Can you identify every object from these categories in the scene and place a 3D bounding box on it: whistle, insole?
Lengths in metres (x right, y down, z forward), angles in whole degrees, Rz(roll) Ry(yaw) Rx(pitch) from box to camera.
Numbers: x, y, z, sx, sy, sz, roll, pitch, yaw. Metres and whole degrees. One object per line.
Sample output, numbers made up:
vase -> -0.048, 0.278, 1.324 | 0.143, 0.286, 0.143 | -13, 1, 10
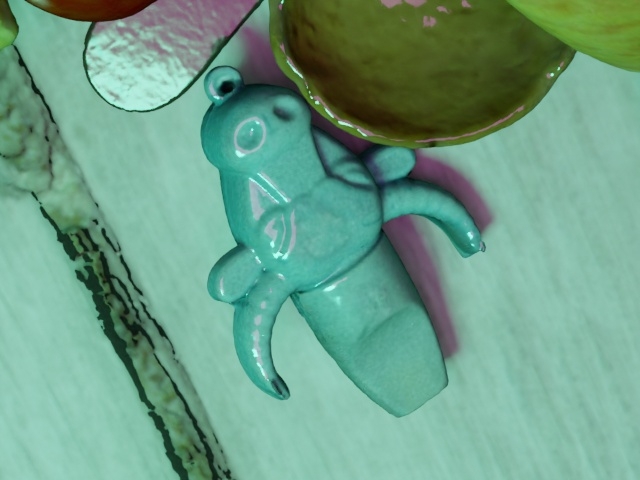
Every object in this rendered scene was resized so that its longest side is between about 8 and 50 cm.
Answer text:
whistle -> 0.000, 0.000, 1.273 | 0.186, 0.093, 0.274 | -37, 107, -15
insole -> -0.047, -0.217, 1.249 | 0.111, 0.007, 0.328 | 35, 105, -8

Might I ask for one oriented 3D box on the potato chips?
potato chips -> 0.070, -0.158, 1.230 | 0.208, 0.062, 0.195 | -44, 97, 1

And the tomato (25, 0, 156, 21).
tomato -> -0.134, -0.232, 1.158 | 0.136, 0.195, 0.195 | 31, 109, 26

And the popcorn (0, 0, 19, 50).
popcorn -> -0.314, -0.147, 1.171 | 0.255, 0.195, 0.256 | -7, 74, 9

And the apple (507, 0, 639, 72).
apple -> 0.198, -0.285, 1.031 | 0.346, 0.391, 0.391 | -41, 102, 18
